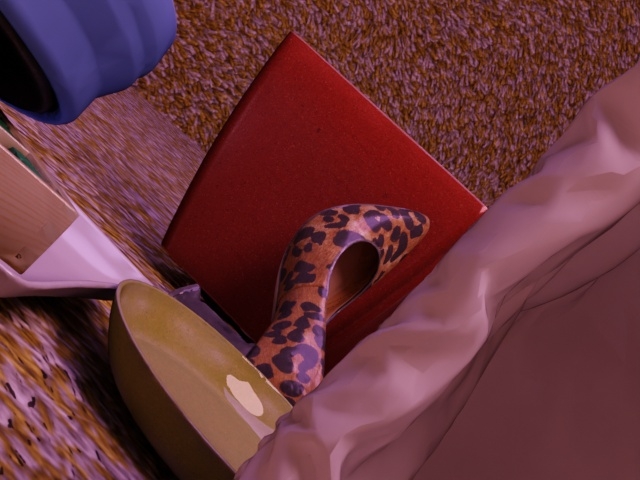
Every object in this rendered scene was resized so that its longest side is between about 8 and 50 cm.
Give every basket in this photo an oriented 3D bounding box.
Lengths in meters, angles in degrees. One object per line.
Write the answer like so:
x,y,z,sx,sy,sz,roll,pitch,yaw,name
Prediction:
0.144,0.139,0.489,0.328,0.331,0.266,44,1,3,basket

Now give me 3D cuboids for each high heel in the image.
0.024,0.065,0.986,0.186,0.261,0.093,42,-35,41,high heel

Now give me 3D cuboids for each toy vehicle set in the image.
-0.210,-0.087,0.574,0.166,0.035,0.267,45,-3,-29,toy vehicle set

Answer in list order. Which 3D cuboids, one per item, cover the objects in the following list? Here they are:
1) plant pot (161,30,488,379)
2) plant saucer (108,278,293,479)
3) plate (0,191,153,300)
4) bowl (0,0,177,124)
0.000,0.000,1.235,0.267,0.236,0.267,44,-3,15,plant pot
-0.052,0.124,0.762,0.241,0.037,0.241,46,5,-5,plant saucer
-0.241,-0.052,0.757,0.278,0.045,0.277,44,2,8,plate
-0.245,-0.210,0.631,0.391,0.077,0.391,39,-13,11,bowl
